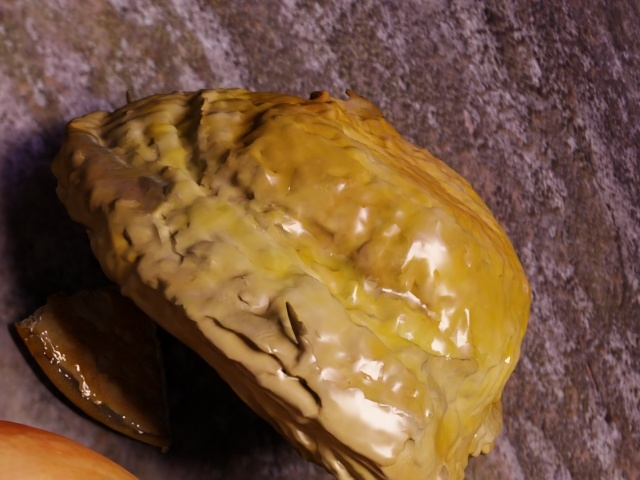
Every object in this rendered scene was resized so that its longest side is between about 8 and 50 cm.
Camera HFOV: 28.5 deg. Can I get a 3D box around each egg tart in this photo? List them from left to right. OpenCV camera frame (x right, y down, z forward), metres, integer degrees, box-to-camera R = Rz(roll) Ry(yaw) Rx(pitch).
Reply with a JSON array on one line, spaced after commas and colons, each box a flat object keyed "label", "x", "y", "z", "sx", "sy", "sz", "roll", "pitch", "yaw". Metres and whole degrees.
[{"label": "egg tart", "x": 0.000, "y": 0.000, "z": 0.760, "sx": 0.339, "sy": 0.153, "sz": 0.351, "roll": 43, "pitch": 15, "yaw": 20}]

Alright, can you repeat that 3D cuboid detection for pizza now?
[{"label": "pizza", "x": -0.126, "y": 0.065, "z": 0.775, "sx": 0.123, "sy": 0.026, "sz": 0.108, "roll": 46, "pitch": 39, "yaw": -20}]

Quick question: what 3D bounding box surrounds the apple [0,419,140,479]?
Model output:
[{"label": "apple", "x": -0.146, "y": 0.202, "z": 0.479, "sx": 0.233, "sy": 0.286, "sz": 0.286, "roll": 5, "pitch": 67, "yaw": -57}]
